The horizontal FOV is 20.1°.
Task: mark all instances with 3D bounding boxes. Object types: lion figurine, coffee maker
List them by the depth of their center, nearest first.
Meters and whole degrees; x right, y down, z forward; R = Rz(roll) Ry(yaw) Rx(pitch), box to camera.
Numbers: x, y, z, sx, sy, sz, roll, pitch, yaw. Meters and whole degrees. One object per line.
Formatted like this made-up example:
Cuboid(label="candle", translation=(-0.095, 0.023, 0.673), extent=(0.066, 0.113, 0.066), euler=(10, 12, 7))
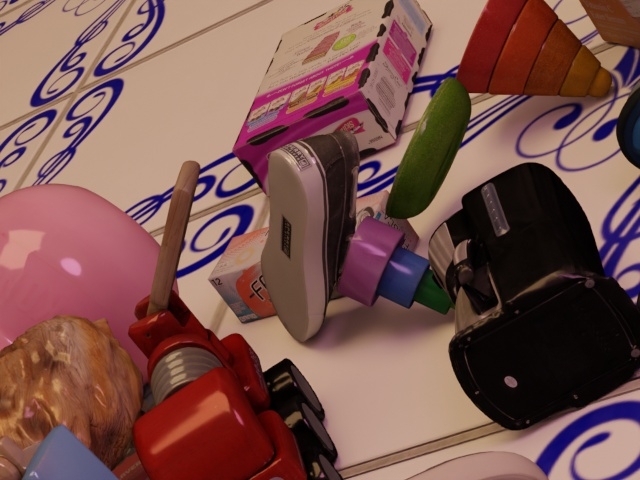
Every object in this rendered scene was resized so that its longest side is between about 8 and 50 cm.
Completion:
Cuboid(label="coffee maker", translation=(0.168, 0.031, 1.285), extent=(0.171, 0.120, 0.178), euler=(-9, 29, 2))
Cuboid(label="lion figurine", translation=(-0.287, 0.232, 1.364), extent=(0.392, 0.142, 0.240), euler=(-33, 54, 1))

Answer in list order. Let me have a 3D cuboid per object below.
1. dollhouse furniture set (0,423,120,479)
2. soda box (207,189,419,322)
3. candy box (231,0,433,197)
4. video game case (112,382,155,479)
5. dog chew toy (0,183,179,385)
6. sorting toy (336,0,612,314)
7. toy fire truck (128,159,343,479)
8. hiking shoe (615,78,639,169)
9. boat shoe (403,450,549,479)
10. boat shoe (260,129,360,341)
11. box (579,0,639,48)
Cuboid(label="dollhouse furniture set", translation=(-0.182, 0.296, 0.956), extent=(0.286, 0.303, 0.198), euler=(-31, 18, 29))
Cuboid(label="soda box", translation=(-0.008, 0.016, 1.580), extent=(0.183, 0.058, 0.063), euler=(-17, 30, 36))
Cuboid(label="candy box", translation=(0.016, -0.158, 1.842), extent=(0.159, 0.071, 0.233), euler=(-22, 29, 29))
Cuboid(label="video game case", translation=(-0.207, 0.186, 1.577), extent=(0.204, 0.025, 0.285), euler=(-39, 24, -6))
Cuboid(label="dog chew toy", translation=(-0.271, 0.113, 1.533), extent=(0.332, 0.206, 0.206), euler=(-52, 28, -16))
Cuboid(label="sorting toy", translation=(0.143, -0.072, 1.503), extent=(0.365, 0.126, 0.127), euler=(-59, -10, -34))
Cuboid(label="toy fire truck", translation=(-0.082, 0.094, 1.310), extent=(0.158, 0.246, 0.217), euler=(-34, 24, 6))
Cuboid(label="hiking shoe", translation=(0.292, -0.057, 1.256), extent=(0.132, 0.113, 0.304), euler=(-52, 23, -15))
Cuboid(label="boat shoe", translation=(-0.016, 0.215, 1.148), extent=(0.340, 0.127, 0.158), euler=(-35, 32, 4))
Cuboid(label="boat shoe", translation=(0.000, 0.000, 1.469), extent=(0.070, 0.219, 0.078), euler=(-24, 56, -23))
Cuboid(label="box", translation=(0.271, -0.257, 1.566), extent=(0.091, 0.170, 0.130), euler=(-40, 24, -9))
